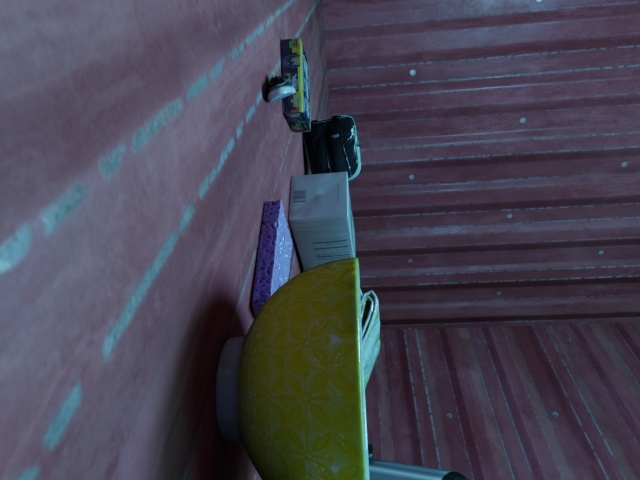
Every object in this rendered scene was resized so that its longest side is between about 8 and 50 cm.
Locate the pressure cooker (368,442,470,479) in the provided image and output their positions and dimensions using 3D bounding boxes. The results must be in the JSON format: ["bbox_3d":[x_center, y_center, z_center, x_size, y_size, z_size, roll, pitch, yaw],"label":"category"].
[{"bbox_3d":[0.176,0.769,1.216,0.375,0.420,0.370,61,40,-29],"label":"pressure cooker"}]

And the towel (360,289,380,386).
[{"bbox_3d":[0.052,0.317,1.070,0.320,0.090,0.374,-60,159,-28],"label":"towel"}]

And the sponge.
[{"bbox_3d":[-0.075,0.047,0.763,0.117,0.031,0.210,81,8,-48],"label":"sponge"}]

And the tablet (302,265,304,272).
[{"bbox_3d":[-0.042,0.090,1.244,0.054,0.006,0.083,76,13,-67],"label":"tablet"}]

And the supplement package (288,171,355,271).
[{"bbox_3d":[0.012,-0.031,1.157,0.244,0.134,0.139,77,11,-52],"label":"supplement package"}]

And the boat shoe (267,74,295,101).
[{"bbox_3d":[-0.077,-0.284,0.877,0.142,0.049,0.040,-82,149,-72],"label":"boat shoe"}]

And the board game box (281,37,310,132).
[{"bbox_3d":[-0.056,-0.355,1.102,0.141,0.048,0.170,34,54,-81],"label":"board game box"}]

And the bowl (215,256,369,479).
[{"bbox_3d":[-0.027,0.166,0.536,0.289,0.156,0.289,-3,90,-85],"label":"bowl"}]

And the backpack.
[{"bbox_3d":[0.039,-0.259,1.413,0.144,0.166,0.188,19,61,-83],"label":"backpack"}]
